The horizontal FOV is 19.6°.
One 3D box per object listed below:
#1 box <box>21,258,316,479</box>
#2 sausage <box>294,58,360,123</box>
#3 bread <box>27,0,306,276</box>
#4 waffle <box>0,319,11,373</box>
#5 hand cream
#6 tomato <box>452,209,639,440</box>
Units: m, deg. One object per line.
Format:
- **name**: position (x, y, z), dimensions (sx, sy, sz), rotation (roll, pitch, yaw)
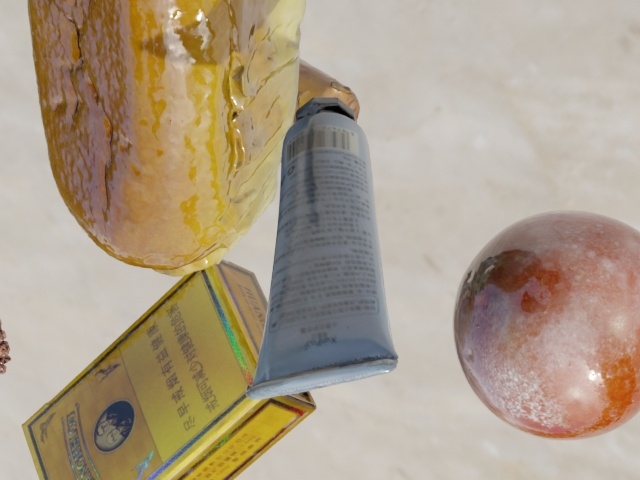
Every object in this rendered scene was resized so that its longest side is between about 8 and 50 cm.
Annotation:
- **box**: position (-0.163, 0.183, 1.919), dimensions (0.084, 0.301, 0.193), rotation (28, -153, -45)
- **sausage**: position (-0.085, -0.148, 1.763), dimensions (0.270, 0.109, 0.109), rotation (26, 147, 37)
- **bread**: position (-0.122, -0.158, 1.402), dimensions (0.236, 0.183, 0.388), rotation (23, 132, 38)
- **waffle**: position (-0.318, 0.093, 1.662), dimensions (0.083, 0.075, 0.029), rotation (60, -175, 1)
- **hand cream**: position (0.000, 0.000, 1.118), dimensions (0.256, 0.088, 0.055), rotation (-89, -12, -52)
- **tomato**: position (0.269, 0.091, 2.110), dimensions (0.227, 0.270, 0.270), rotation (27, 164, -24)
